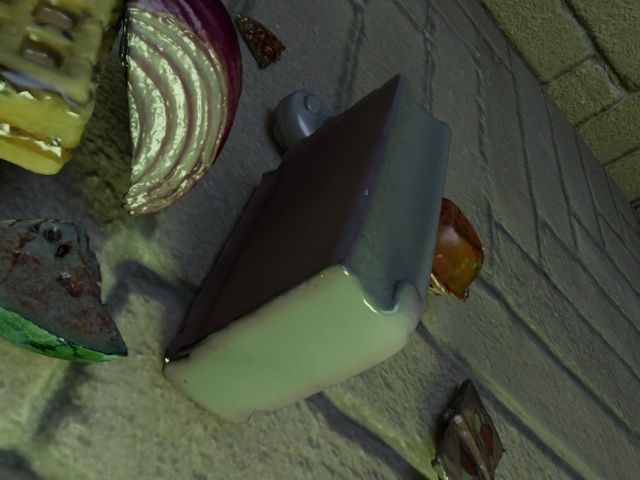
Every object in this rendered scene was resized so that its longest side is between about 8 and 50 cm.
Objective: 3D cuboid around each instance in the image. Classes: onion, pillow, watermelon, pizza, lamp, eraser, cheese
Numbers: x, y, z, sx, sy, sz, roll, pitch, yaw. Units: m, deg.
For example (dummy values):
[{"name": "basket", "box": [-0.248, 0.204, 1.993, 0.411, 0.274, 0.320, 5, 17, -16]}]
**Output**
[{"name": "onion", "box": [-0.136, -0.174, 0.706, 0.111, 0.250, 0.247, 6, 34, -4]}, {"name": "pillow", "box": [0.221, 0.317, 0.992, 0.135, 0.049, 0.248, 59, 29, -3]}, {"name": "watermelon", "box": [-0.244, 0.037, 0.574, 0.187, 0.071, 0.139, 40, 30, -14]}, {"name": "pizza", "box": [-0.086, -0.330, 1.099, 0.099, 0.029, 0.100, -16, 79, -57]}, {"name": "lamp", "box": [0.032, -0.134, 1.034, 0.246, 0.108, 0.179, 49, 30, -15]}, {"name": "eraser", "box": [0.000, 0.000, 0.733, 0.122, 0.272, 0.359, 45, 35, -21]}, {"name": "cheese", "box": [0.192, -0.012, 1.138, 0.217, 0.129, 0.329, 51, 21, -18]}]

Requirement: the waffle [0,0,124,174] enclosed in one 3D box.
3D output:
[{"name": "waffle", "box": [-0.347, -0.240, 0.524, 0.376, 0.114, 0.260, 23, 55, -27]}]
